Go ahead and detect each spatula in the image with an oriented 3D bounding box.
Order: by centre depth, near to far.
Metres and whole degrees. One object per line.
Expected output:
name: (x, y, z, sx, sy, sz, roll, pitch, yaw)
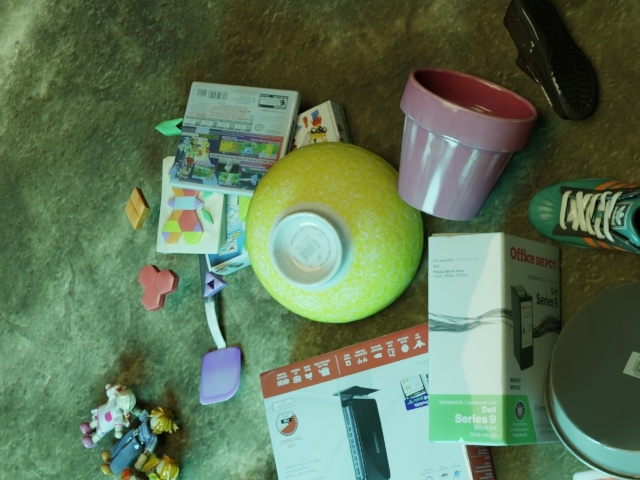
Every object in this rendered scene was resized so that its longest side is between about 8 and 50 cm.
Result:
spatula: (-0.182, 0.129, 2.156, 0.084, 0.030, 0.296, -14, 76, 29)

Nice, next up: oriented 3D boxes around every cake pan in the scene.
cake pan: (0.437, 0.176, 1.681, 0.293, 0.054, 0.293, -12, 55, 18)

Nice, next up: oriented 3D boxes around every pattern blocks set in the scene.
pattern blocks set: (-0.219, -0.061, 2.143, 0.285, 0.026, 0.325, -16, 74, 30)

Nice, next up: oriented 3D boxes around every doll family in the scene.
doll family: (-0.313, 0.369, 2.178, 0.163, 0.118, 0.263, -41, 47, 28)

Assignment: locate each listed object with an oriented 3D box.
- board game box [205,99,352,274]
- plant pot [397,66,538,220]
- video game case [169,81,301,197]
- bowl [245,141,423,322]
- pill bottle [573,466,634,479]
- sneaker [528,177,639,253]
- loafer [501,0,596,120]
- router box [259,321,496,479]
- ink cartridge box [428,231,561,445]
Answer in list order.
board game box: (-0.075, -0.084, 2.103, 0.305, 0.053, 0.193, -23, 72, 28)
plant pot: (0.200, -0.137, 1.868, 0.201, 0.201, 0.180, 31, 116, 31)
video game case: (-0.141, -0.166, 2.088, 0.201, 0.023, 0.183, 9, 81, 23)
bowl: (0.000, 0.000, 1.932, 0.289, 0.156, 0.289, 4, 102, 18)
pill bottle: (0.419, 0.412, 1.691, 0.124, 0.124, 0.221, -16, 75, 29)
sneaker: (0.418, -0.037, 1.749, 0.302, 0.121, 0.108, 7, 87, 33)
loafer: (0.336, -0.267, 1.867, 0.078, 0.080, 0.220, -47, 58, 56)
router box: (0.088, 0.309, 1.935, 0.335, 0.082, 0.301, -20, 74, 29)
ink cartridge box: (0.248, 0.140, 1.780, 0.121, 0.211, 0.289, -4, 82, 32)
